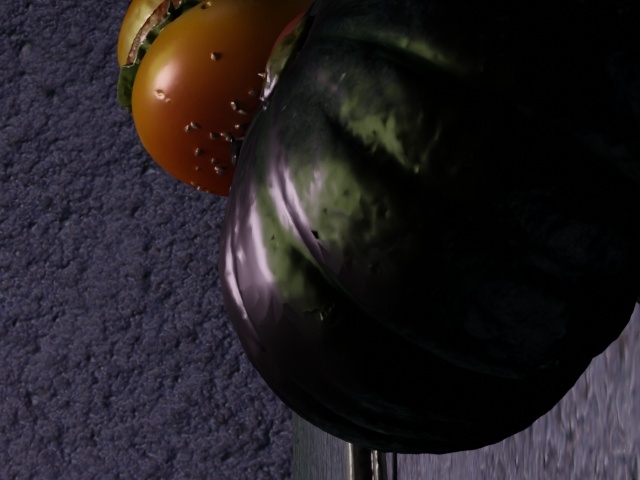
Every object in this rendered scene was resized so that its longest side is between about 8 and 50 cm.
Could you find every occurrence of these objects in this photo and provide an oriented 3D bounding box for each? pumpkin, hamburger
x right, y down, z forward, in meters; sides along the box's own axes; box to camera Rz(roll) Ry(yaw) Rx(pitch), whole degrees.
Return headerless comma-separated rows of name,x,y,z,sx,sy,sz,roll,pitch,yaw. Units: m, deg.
pumpkin,0.047,-0.029,0.492,0.194,0.150,0.194,-176,90,-76
hamburger,-0.054,-0.138,1.452,0.246,0.246,0.170,94,163,-46

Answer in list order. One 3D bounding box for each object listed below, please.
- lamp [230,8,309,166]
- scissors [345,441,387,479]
lamp,0.009,-0.079,1.164,0.182,0.140,0.182,-177,90,-83
scissors,0.041,0.264,1.369,0.138,0.041,0.289,144,123,-84
